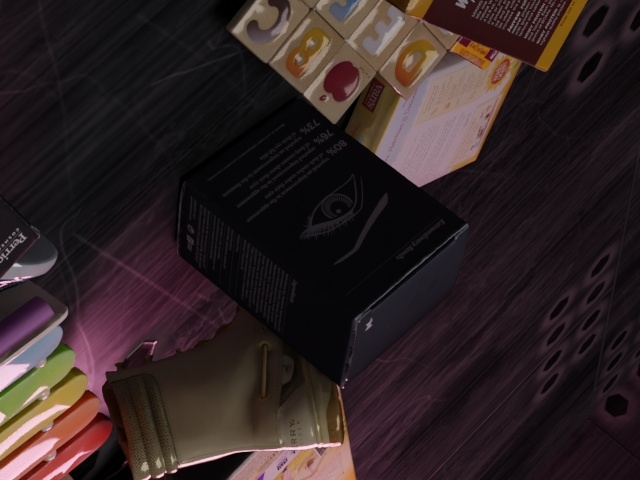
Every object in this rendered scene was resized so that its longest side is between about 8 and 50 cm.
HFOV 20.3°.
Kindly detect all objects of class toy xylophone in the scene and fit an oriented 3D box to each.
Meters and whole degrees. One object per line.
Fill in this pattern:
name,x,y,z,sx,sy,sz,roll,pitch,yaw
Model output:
toy xylophone,-0.285,0.165,1.433,0.236,0.081,0.323,-42,157,-20

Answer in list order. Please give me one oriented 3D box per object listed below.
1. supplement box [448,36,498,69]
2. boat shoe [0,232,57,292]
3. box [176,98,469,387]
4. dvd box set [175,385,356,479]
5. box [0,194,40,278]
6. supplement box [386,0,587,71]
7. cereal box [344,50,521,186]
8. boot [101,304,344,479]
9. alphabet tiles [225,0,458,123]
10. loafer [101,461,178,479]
supplement box,0.161,-0.260,1.627,0.188,0.081,0.104,-55,158,10
boat shoe,-0.273,0.032,1.270,0.183,0.065,0.083,-6,133,-51
box,0.000,0.000,1.557,0.153,0.207,0.108,-37,155,-31
dvd box set,-0.087,0.317,2.116,0.307,0.062,0.420,-45,158,-16
box,-0.323,0.029,1.073,0.261,0.103,0.184,-48,147,-7
supplement box,0.126,-0.261,1.376,0.194,0.129,0.191,12,111,-49
cereal box,0.107,-0.126,1.788,0.240,0.047,0.173,-25,147,-48
boot,-0.101,0.106,1.623,0.203,0.262,0.095,-13,132,-6
alphabet tiles,0.077,-0.263,1.441,0.342,0.011,0.285,-51,143,1
loafer,-0.233,0.284,1.762,0.220,0.080,0.078,-45,149,-27
